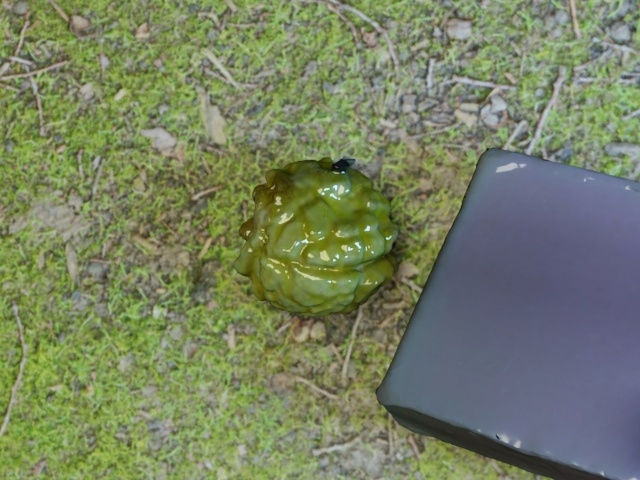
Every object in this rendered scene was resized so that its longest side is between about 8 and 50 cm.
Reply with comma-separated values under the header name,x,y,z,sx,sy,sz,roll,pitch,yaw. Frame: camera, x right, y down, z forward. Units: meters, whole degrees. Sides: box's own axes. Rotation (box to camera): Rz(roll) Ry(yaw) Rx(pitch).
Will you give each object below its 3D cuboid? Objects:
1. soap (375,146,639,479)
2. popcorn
name,x,y,z,sx,sy,sz,roll,pitch,yaw
soap,0.236,0.077,1.768,0.285,0.107,0.296,19,73,26
popcorn,0.000,-0.007,1.889,0.173,0.142,0.173,-8,51,11
